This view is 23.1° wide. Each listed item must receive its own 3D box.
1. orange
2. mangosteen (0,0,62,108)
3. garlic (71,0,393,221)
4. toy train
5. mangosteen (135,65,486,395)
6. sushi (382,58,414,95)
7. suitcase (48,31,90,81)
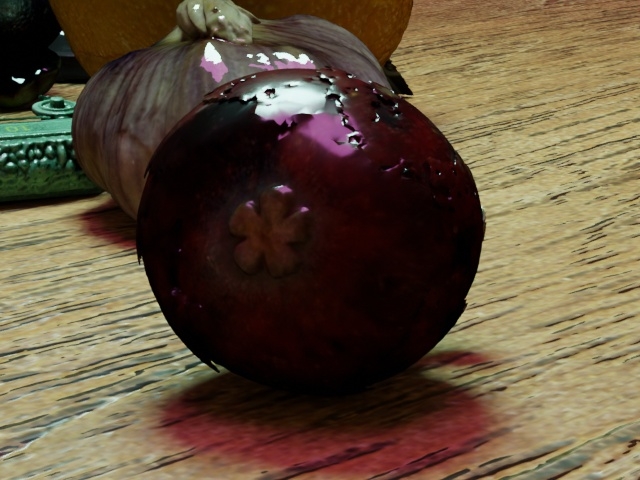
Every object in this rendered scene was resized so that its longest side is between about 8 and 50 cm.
[{"bbox_3d":[-0.091,-0.249,1.431,0.322,0.322,0.357,-12,7,-37],"label":"orange"},{"bbox_3d":[-0.354,-0.253,1.607,0.243,0.243,0.243,-1,14,0],"label":"mangosteen"},{"bbox_3d":[-0.063,-0.098,1.117,0.245,0.160,0.245,-10,10,2],"label":"garlic"},{"bbox_3d":[-0.238,-0.065,1.193,0.172,0.070,0.099,-7,22,-25],"label":"toy train"},{"bbox_3d":[0.000,0.000,0.766,0.166,0.166,0.180,4,-11,21],"label":"mangosteen"},{"bbox_3d":[-0.010,-0.188,1.630,0.201,0.139,0.031,10,63,40],"label":"sushi"},{"bbox_3d":[-0.210,-0.228,1.829,0.285,0.066,0.206,3,15,16],"label":"suitcase"}]
